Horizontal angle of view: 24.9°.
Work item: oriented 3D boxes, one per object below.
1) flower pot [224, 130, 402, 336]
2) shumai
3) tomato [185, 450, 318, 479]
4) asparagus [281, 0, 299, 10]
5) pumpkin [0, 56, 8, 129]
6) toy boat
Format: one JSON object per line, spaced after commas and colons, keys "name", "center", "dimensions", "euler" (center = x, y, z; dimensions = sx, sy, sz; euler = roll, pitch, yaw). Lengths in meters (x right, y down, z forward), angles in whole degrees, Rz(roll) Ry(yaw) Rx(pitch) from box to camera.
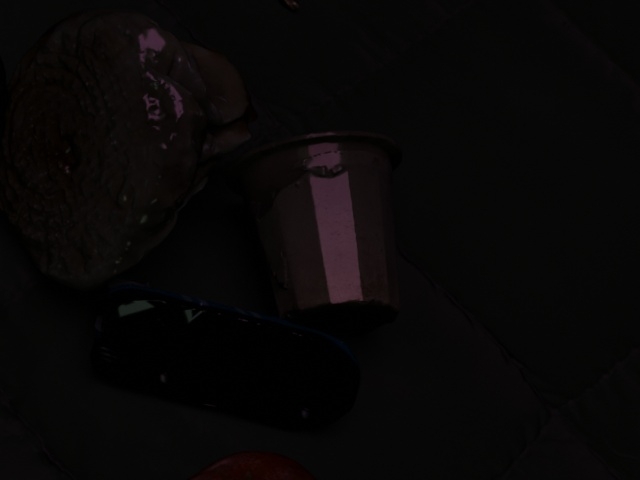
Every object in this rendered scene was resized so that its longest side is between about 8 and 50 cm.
{"name": "flower pot", "center": [0.000, 0.000, 1.677], "dimensions": [0.212, 0.212, 0.202], "euler": [1, 70, -18]}
{"name": "shumai", "center": [-0.193, -0.108, 1.655], "dimensions": [0.263, 0.309, 0.304], "euler": [-9, 93, -50]}
{"name": "tomato", "center": [-0.078, 0.333, 1.443], "dimensions": [0.232, 0.188, 0.232], "euler": [10, 61, -19]}
{"name": "asparagus", "center": [-0.057, -0.354, 1.963], "dimensions": [0.021, 0.025, 0.108], "euler": [-14, 65, -36]}
{"name": "pumpkin", "center": [-0.488, -0.173, 1.547], "dimensions": [0.296, 0.296, 0.295], "euler": [8, 58, -14]}
{"name": "toy boat", "center": [-0.100, 0.116, 1.616], "dimensions": [0.299, 0.134, 0.092], "euler": [16, 30, -11]}
